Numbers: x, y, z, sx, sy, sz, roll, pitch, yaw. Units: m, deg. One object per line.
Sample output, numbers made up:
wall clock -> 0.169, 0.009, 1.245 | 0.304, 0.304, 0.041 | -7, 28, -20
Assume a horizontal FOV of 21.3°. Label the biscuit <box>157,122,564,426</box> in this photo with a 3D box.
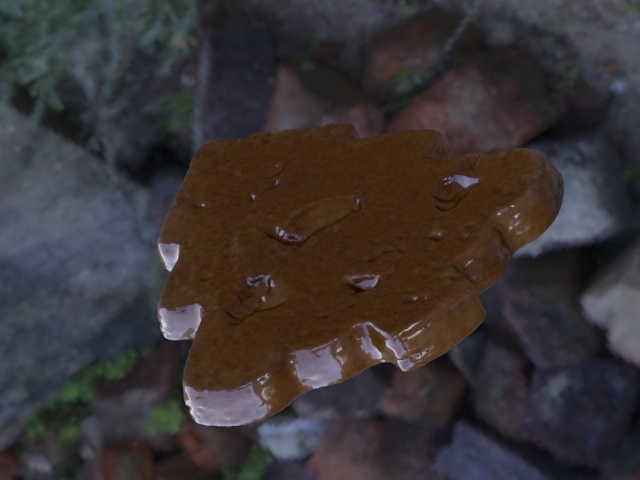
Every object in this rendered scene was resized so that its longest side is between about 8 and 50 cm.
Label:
biscuit -> 0.000, 0.000, 1.108 | 0.306, 0.284, 0.043 | 38, 156, 52
